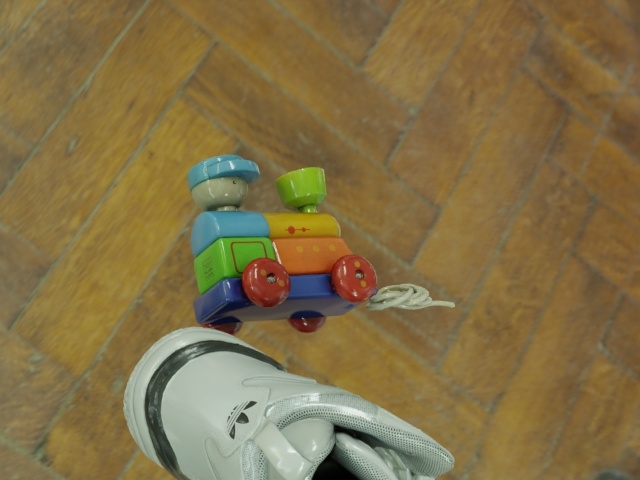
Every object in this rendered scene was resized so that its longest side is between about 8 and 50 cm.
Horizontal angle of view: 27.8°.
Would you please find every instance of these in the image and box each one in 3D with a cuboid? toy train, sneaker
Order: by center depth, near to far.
[{"bbox_3d":[0.028,0.206,0.977,0.366,0.210,0.137,41,78,-34],"label":"sneaker"},{"bbox_3d":[0.000,0.000,1.141,0.248,0.105,0.143,-2,70,-33],"label":"toy train"}]
